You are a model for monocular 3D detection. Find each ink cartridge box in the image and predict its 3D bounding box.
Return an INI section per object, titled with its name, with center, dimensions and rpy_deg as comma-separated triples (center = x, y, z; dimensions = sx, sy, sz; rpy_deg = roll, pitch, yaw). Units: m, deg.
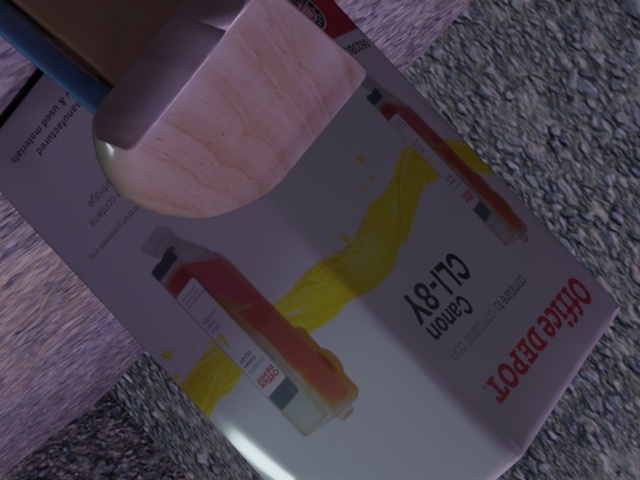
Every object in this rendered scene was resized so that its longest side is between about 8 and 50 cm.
[ink cartridge box]
center = 0.000, 0.000, 1.121
dimensions = 0.160, 0.385, 0.279
rpy_deg = -44, 177, 30

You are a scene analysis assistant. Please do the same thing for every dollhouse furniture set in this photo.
[dollhouse furniture set]
center = -0.160, 0.005, 0.448
dimensions = 0.303, 0.198, 0.286
rpy_deg = -50, 171, 6
